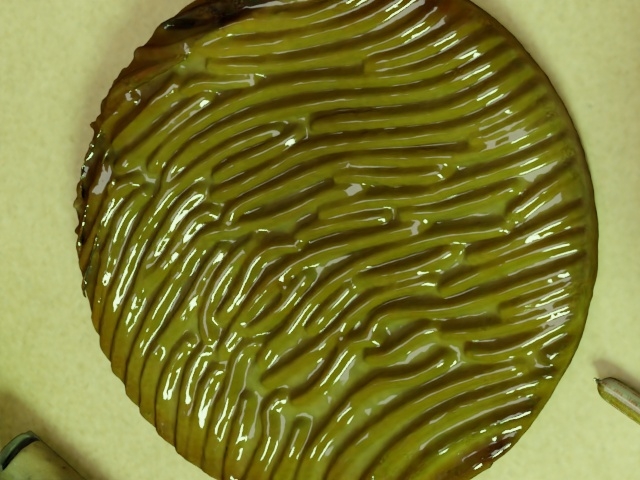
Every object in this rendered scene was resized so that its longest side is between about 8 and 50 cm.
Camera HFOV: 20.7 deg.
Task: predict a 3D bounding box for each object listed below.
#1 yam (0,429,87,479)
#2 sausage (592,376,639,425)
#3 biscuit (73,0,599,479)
[{"bbox_3d":[-0.096,0.211,1.042,0.264,0.046,0.046,40,108,17],"label":"yam"},{"bbox_3d":[0.186,0.101,0.927,0.100,0.015,0.015,35,107,16],"label":"sausage"},{"bbox_3d":[0.000,0.000,0.987,0.318,0.040,0.318,2,96,24],"label":"biscuit"}]
